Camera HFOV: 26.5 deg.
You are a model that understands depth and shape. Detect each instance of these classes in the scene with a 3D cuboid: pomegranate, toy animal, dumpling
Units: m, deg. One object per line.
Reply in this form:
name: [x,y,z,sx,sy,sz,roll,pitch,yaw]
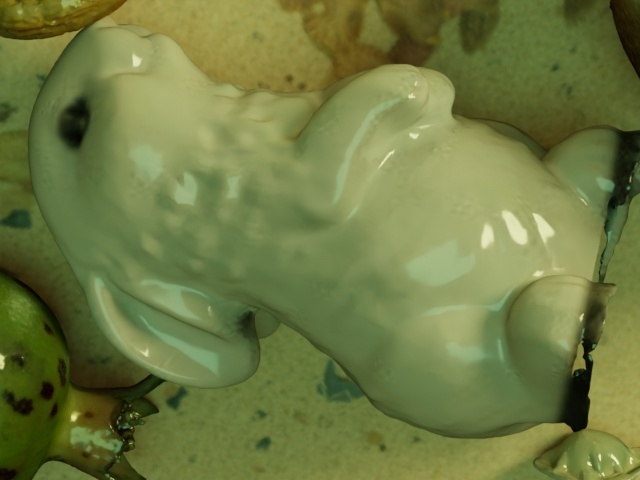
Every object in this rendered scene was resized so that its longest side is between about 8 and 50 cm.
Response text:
pomegranate: [-0.197,0.097,0.839,0.220,0.156,0.156,10,109,-37]
toy animal: [0.000,0.000,0.798,0.357,0.194,0.258,13,131,11]
dumpling: [0.183,0.150,0.895,0.077,0.059,0.043,17,95,-10]

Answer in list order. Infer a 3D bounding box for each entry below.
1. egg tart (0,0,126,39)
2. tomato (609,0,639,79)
egg tart: [-0.169,-0.205,0.762,0.191,0.074,0.191,2,104,7]
tomato: [0.316,-0.135,0.720,0.303,0.239,0.303,-2,109,-5]
